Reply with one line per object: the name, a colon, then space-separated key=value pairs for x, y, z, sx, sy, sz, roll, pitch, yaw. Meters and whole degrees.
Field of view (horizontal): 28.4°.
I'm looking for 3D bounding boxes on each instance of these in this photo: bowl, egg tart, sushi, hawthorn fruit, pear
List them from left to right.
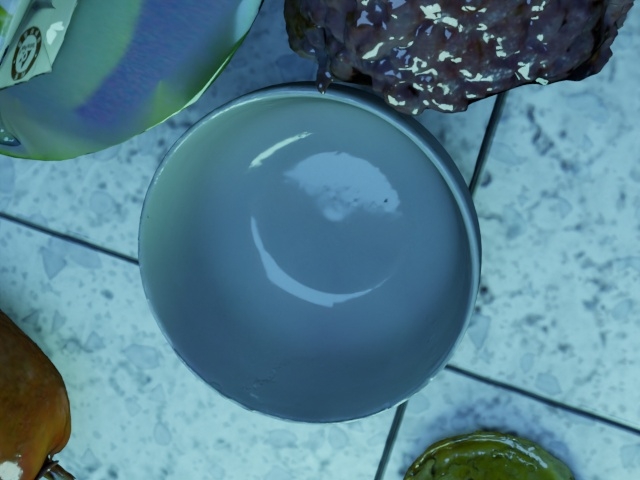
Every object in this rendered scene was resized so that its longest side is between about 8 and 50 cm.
hawthorn fruit: x=-0.325 y=0.170 z=1.185 sx=0.299 sy=0.211 sz=0.211 roll=32 pitch=111 yaw=-10
pear: x=-0.207 y=-0.274 z=1.037 sx=0.399 sy=0.165 sz=0.399 roll=3 pitch=105 yaw=13
bowl: x=0.000 y=0.000 z=1.083 sx=0.287 sy=0.144 sz=0.287 roll=3 pitch=106 yaw=12
sushi: x=0.108 y=-0.212 z=0.959 sx=0.270 sy=0.236 sz=0.171 roll=-8 pitch=127 yaw=-13
egg tart: x=0.156 y=0.268 z=1.167 sx=0.191 sy=0.074 sz=0.191 roll=4 pitch=107 yaw=14

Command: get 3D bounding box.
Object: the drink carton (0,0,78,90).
drink carton: x=-0.233 y=-0.289 z=0.881 sx=0.194 sy=0.132 sz=0.324 roll=29 pitch=110 yaw=4
